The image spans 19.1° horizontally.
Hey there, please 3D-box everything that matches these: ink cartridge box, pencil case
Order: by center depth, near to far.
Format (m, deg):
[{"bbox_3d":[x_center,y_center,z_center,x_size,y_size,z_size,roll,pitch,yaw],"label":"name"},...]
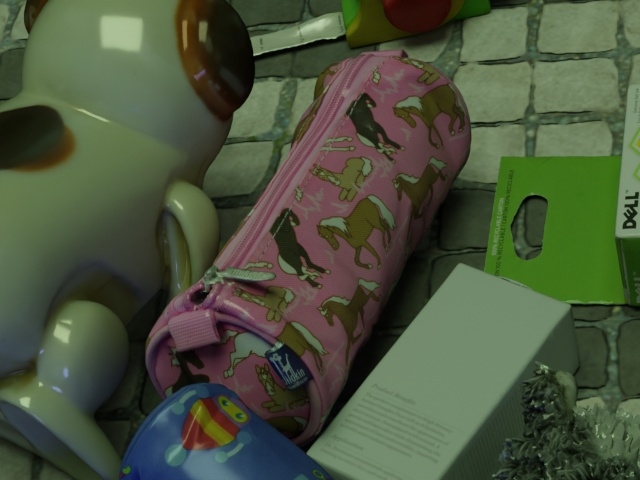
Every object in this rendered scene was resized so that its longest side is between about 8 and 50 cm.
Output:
[{"bbox_3d":[-0.022,0.239,1.418,0.306,0.133,0.119,41,36,20],"label":"pencil case"},{"bbox_3d":[0.000,0.000,1.621,0.160,0.167,0.386,31,49,1],"label":"pencil case"},{"bbox_3d":[0.268,-0.040,1.654,0.255,0.097,0.188,-1,49,15],"label":"ink cartridge box"}]

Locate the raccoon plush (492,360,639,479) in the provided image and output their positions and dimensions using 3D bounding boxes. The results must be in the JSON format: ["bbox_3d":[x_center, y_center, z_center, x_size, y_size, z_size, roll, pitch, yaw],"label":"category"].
[{"bbox_3d":[0.143,0.198,1.287,0.299,0.446,0.216,41,101,40],"label":"raccoon plush"}]

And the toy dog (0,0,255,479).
[{"bbox_3d":[-0.229,-0.056,1.629,0.285,0.395,0.408,14,62,38],"label":"toy dog"}]

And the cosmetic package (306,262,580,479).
[{"bbox_3d":[0.104,0.137,1.551,0.117,0.085,0.231,23,57,33],"label":"cosmetic package"}]

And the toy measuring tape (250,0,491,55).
[{"bbox_3d":[0.031,-0.255,1.911,0.330,0.121,0.121,-11,46,7],"label":"toy measuring tape"}]
